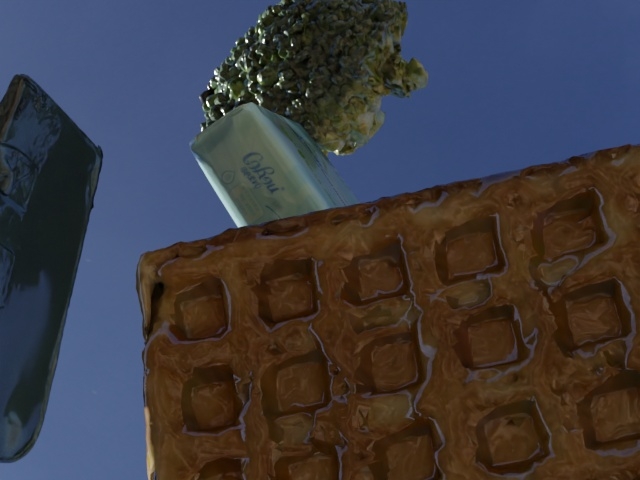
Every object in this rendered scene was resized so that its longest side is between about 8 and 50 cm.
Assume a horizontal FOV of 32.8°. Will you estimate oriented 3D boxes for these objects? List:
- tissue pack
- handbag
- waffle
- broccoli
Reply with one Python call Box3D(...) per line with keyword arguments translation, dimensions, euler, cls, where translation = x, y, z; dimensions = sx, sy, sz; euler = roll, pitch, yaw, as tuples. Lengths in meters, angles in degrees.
Box3D(translation=(0.000, 0.000, 1.034), dimensions=(0.089, 0.177, 0.263), euler=(-34, -101, 13), cls="tissue pack")
Box3D(translation=(-0.209, 0.023, 0.679), dimensions=(0.062, 0.179, 0.229), euler=(9, -101, 6), cls="handbag")
Box3D(translation=(0.072, 0.081, 0.513), dimensions=(0.308, 0.091, 0.213), euler=(-14, -116, 12), cls="waffle")
Box3D(translation=(0.000, -0.175, 1.377), dimensions=(0.245, 0.288, 0.248), euler=(38, -129, -42), cls="broccoli")
